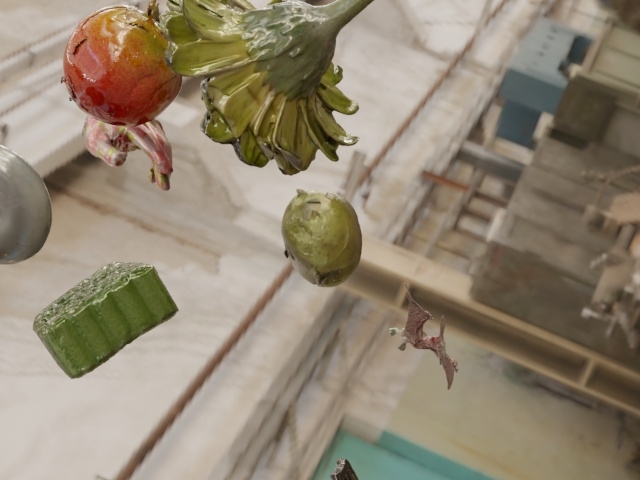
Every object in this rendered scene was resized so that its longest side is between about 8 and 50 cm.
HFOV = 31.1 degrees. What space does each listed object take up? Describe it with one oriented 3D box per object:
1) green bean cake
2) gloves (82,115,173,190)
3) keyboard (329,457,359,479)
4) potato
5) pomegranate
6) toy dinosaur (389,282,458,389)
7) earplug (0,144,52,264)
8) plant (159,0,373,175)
[{"bbox_3d":[-0.381,0.130,1.996,0.222,0.125,0.248,-35,10,-17],"label":"green bean cake"},{"bbox_3d":[-0.339,-0.178,2.111,0.145,0.241,0.126,30,-98,-48],"label":"gloves"},{"bbox_3d":[0.079,0.411,1.504,0.016,0.262,0.106,-27,1,11],"label":"keyboard"},{"bbox_3d":[0.000,0.000,2.081,0.248,0.143,0.169,103,162,-73],"label":"potato"},{"bbox_3d":[-0.329,-0.307,1.967,0.235,0.210,0.210,-46,-10,0],"label":"pomegranate"},{"bbox_3d":[0.154,0.147,1.722,0.032,0.108,0.220,-48,-52,-27],"label":"toy dinosaur"},{"bbox_3d":[-0.578,-0.009,1.854,0.325,0.214,0.175,-47,2,3],"label":"earplug"},{"bbox_3d":[-0.036,-0.213,1.439,0.306,0.297,0.261,1,-87,-58],"label":"plant"}]
